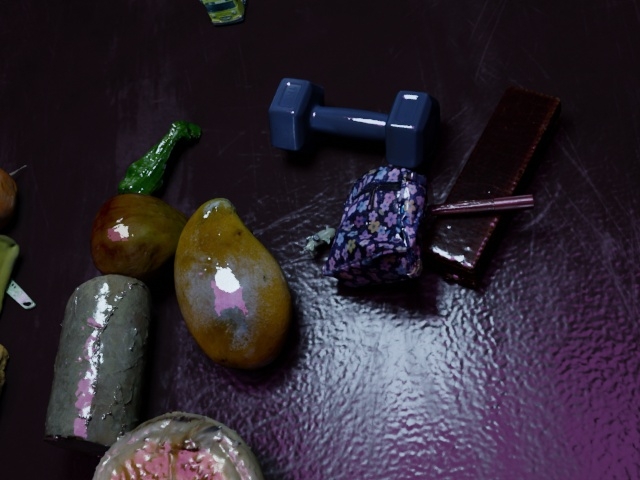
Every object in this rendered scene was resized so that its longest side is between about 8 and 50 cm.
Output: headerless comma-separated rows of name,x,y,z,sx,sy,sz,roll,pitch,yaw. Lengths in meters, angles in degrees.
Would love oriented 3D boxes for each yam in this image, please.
yam,-0.386,0.227,1.247,0.168,0.168,0.304,-8,61,13

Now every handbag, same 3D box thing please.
handbag,0.103,-0.025,1.226,0.228,0.126,0.208,-22,45,57

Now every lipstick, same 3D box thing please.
lipstick,0.268,-0.057,1.191,0.176,0.027,0.027,-5,62,16

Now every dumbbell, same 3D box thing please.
dumbbell,0.064,-0.224,1.356,0.324,0.160,0.144,10,98,21

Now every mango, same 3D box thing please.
mango,-0.159,0.075,1.241,0.192,0.146,0.316,-19,77,-7

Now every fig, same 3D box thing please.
fig,-0.293,0.019,1.354,0.290,0.190,0.191,19,65,-15

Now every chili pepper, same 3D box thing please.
chili pepper,-0.345,-0.161,1.486,0.100,0.074,0.257,8,59,39

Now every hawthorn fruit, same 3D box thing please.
hawthorn fruit,-0.737,-0.099,1.547,0.149,0.149,0.189,-23,36,4

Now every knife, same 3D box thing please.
knife,-0.666,0.089,1.493,0.207,0.014,0.030,33,77,27

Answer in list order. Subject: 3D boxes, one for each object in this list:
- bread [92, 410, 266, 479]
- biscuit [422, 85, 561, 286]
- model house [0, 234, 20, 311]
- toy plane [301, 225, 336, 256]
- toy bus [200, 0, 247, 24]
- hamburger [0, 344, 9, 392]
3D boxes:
bread,-0.212,0.422,1.089,0.305,0.159,0.306,-4,66,10
biscuit,0.307,-0.102,1.258,0.107,0.073,0.388,22,72,27
model house,-0.776,0.064,1.435,0.234,0.175,0.194,5,75,18
toy plane,-0.002,-0.002,1.314,0.083,0.033,0.080,-40,13,-33
toy bus,-0.225,-0.606,1.669,0.088,0.101,0.175,-4,64,15
hamburger,-0.673,0.291,1.325,0.130,0.124,0.262,-2,64,15
